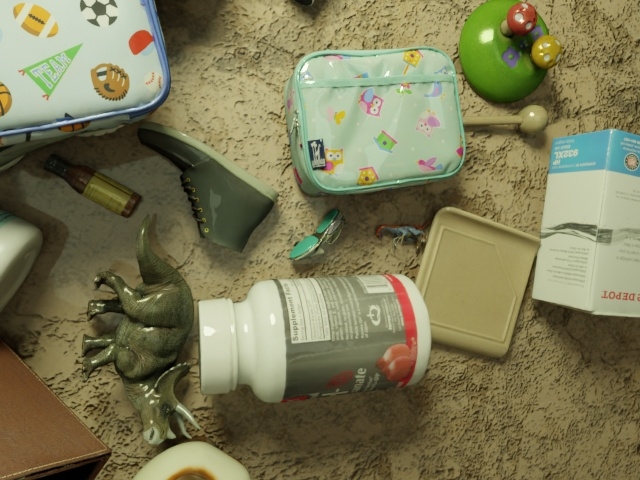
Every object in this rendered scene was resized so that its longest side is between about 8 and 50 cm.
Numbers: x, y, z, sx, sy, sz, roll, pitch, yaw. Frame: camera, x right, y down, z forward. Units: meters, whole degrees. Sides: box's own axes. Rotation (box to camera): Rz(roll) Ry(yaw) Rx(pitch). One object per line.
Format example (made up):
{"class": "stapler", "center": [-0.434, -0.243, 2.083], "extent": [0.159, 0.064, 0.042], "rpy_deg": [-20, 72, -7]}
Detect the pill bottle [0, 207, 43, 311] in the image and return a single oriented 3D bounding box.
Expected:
{"class": "pill bottle", "center": [-0.501, -0.012, 0.571], "extent": [0.264, 0.146, 0.146], "rpy_deg": [29, 85, -15]}

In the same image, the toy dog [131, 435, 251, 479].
{"class": "toy dog", "center": [-0.249, 0.465, 0.636], "extent": [0.395, 0.284, 0.408], "rpy_deg": [43, 80, 6]}

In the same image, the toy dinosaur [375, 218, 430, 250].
{"class": "toy dinosaur", "center": [0.138, -0.014, 0.819], "extent": [0.082, 0.047, 0.090], "rpy_deg": [29, 51, -6]}

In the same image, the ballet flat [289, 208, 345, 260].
{"class": "ballet flat", "center": [0.000, 0.000, 0.771], "extent": [0.114, 0.041, 0.041], "rpy_deg": [-46, 104, -8]}

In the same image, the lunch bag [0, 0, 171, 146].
{"class": "lunch bag", "center": [-0.329, -0.226, 0.497], "extent": [0.304, 0.115, 0.242], "rpy_deg": [-15, 106, -20]}

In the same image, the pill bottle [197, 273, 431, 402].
{"class": "pill bottle", "center": [-0.016, 0.143, 0.703], "extent": [0.319, 0.176, 0.176], "rpy_deg": [-2, 94, -16]}

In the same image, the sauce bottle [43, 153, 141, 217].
{"class": "sauce bottle", "center": [-0.322, -0.079, 0.672], "extent": [0.128, 0.042, 0.042], "rpy_deg": [32, 85, -14]}

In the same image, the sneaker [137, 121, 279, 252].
{"class": "sneaker", "center": [-0.180, -0.074, 0.690], "extent": [0.222, 0.083, 0.118], "rpy_deg": [30, 85, -17]}

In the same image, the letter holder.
{"class": "letter holder", "center": [-0.427, 0.205, 0.503], "extent": [0.302, 0.214, 0.152], "rpy_deg": [33, 84, 19]}

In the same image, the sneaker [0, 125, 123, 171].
{"class": "sneaker", "center": [-0.389, -0.160, 0.614], "extent": [0.272, 0.108, 0.100], "rpy_deg": [-24, 101, -12]}

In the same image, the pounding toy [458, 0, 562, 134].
{"class": "pounding toy", "center": [0.342, -0.311, 0.811], "extent": [0.183, 0.110, 0.236], "rpy_deg": [3, 92, -16]}

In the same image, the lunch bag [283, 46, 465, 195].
{"class": "lunch bag", "center": [0.081, -0.189, 0.744], "extent": [0.280, 0.108, 0.223], "rpy_deg": [-8, 96, -15]}

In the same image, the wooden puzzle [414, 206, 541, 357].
{"class": "wooden puzzle", "center": [0.269, 0.079, 0.854], "extent": [0.221, 0.044, 0.238], "rpy_deg": [17, 93, -17]}

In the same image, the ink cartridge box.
{"class": "ink cartridge box", "center": [0.532, -0.024, 0.865], "extent": [0.224, 0.129, 0.306], "rpy_deg": [7, 91, -23]}

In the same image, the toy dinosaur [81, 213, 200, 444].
{"class": "toy dinosaur", "center": [-0.249, 0.121, 0.684], "extent": [0.161, 0.121, 0.313], "rpy_deg": [9, 86, -28]}

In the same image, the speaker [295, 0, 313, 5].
{"class": "speaker", "center": [-0.003, -0.436, 0.733], "extent": [0.055, 0.055, 0.136], "rpy_deg": [32, 84, -15]}
